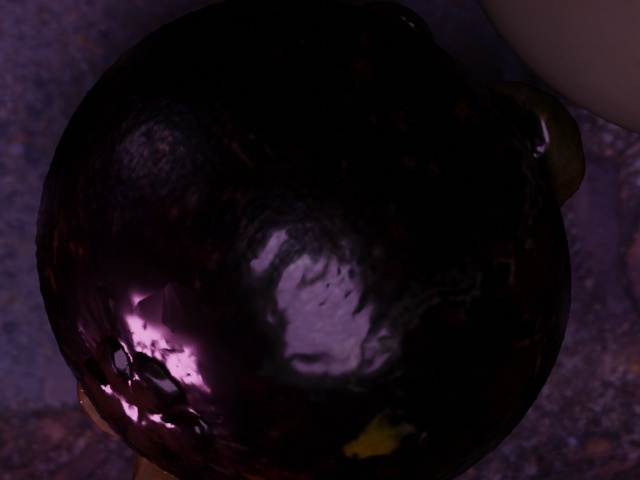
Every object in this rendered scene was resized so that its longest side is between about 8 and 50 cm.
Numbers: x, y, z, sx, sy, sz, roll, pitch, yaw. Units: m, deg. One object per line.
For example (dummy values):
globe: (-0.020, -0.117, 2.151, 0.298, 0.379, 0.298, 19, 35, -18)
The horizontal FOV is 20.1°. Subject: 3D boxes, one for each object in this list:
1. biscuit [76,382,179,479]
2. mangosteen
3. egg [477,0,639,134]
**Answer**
biscuit: (-0.017, 0.093, 1.085, 0.234, 0.030, 0.153, -22, 117, 6)
mangosteen: (0.000, 0.000, 0.919, 0.288, 0.288, 0.288, -2, 116, -3)
egg: (0.178, -0.145, 0.894, 0.188, 0.188, 0.254, -41, 118, 15)
